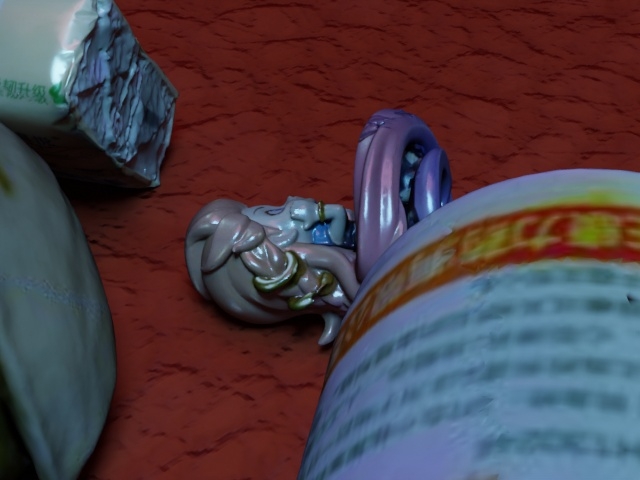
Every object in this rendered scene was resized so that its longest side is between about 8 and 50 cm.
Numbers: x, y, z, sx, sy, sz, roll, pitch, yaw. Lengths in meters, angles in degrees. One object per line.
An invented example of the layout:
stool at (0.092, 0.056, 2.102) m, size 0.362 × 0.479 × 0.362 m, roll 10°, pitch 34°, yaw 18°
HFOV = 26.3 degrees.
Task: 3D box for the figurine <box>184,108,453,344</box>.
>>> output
figurine at (0.007, 0.008, 0.737) m, size 0.157 × 0.114 × 0.126 m, roll -27°, pitch 0°, yaw 7°

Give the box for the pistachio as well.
pistachio at (-0.179, 0.025, 0.674) m, size 0.138 × 0.153 × 0.238 m, roll -19°, pitch 67°, yaw -10°

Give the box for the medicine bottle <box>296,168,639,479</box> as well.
medicine bottle at (0.080, 0.167, 0.425) m, size 0.219 × 0.219 × 0.388 m, roll 7°, pitch 39°, yaw 8°

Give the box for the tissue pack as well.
tissue pack at (-0.211, -0.101, 0.810) m, size 0.222 × 0.186 × 0.090 m, roll 12°, pitch 79°, yaw 13°
